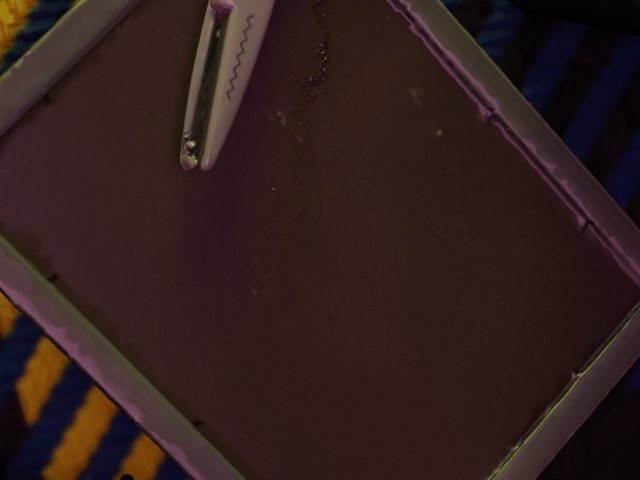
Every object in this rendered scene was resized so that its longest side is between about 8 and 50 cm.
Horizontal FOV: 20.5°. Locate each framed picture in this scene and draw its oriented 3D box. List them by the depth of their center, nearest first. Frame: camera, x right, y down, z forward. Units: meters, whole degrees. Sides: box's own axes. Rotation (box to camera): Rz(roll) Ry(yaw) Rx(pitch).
[{"bbox_3d":[0.000,0.000,0.763,0.231,0.018,0.293,-46,104,-15],"label":"framed picture"}]

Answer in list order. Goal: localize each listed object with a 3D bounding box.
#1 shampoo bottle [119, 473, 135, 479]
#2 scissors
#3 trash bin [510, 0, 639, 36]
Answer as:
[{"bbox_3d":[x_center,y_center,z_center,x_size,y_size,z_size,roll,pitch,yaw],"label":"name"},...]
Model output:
[{"bbox_3d":[-0.214,0.136,0.719,0.283,0.101,0.101,0,98,-12],"label":"shampoo bottle"},{"bbox_3d":[-0.029,-0.112,0.731,0.085,0.022,0.176,20,79,-26],"label":"scissors"},{"bbox_3d":[0.182,-0.115,0.693,0.176,0.236,0.101,8,96,-12],"label":"trash bin"}]
